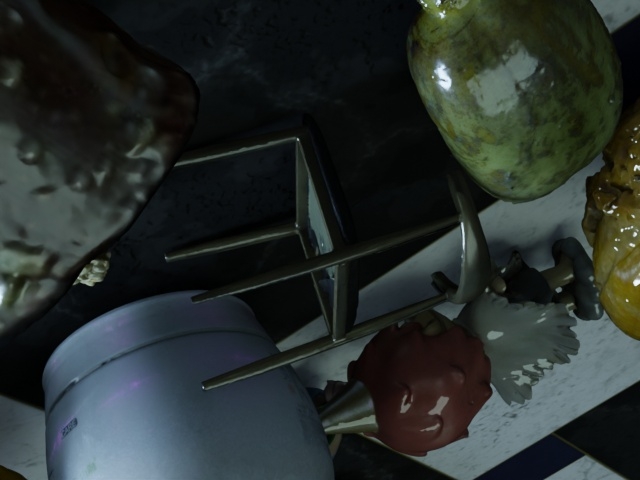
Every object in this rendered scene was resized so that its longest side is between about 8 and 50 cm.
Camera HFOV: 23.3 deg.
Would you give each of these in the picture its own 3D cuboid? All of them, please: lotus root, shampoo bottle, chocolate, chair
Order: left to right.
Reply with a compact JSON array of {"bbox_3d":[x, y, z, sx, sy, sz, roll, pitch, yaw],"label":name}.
[{"bbox_3d":[-0.277,-0.065,1.074,0.340,0.225,0.210,-37,134,19],"label":"chocolate"},{"bbox_3d":[-0.135,0.208,1.529,0.273,0.266,0.273,-19,151,-11],"label":"shampoo bottle"},{"bbox_3d":[0.000,0.000,1.402,0.272,0.166,0.188,-13,148,-10],"label":"chair"},{"bbox_3d":[0.158,-0.143,1.308,0.173,0.173,0.309,-30,146,10],"label":"lotus root"}]

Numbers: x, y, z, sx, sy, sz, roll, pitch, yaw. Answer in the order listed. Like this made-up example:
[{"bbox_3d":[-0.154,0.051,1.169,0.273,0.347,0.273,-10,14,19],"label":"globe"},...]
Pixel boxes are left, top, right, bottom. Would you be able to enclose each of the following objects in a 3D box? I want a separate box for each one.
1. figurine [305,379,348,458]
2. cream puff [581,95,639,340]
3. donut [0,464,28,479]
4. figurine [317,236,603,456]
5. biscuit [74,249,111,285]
[{"bbox_3d":[-0.034,0.206,1.742,0.178,0.114,0.144,24,154,-39],"label":"figurine"},{"bbox_3d":[0.399,-0.058,1.527,0.343,0.231,0.327,-33,154,3],"label":"cream puff"},{"bbox_3d":[-0.443,0.335,1.526,0.435,0.163,0.377,-14,126,4],"label":"donut"},{"bbox_3d":[0.135,0.131,1.698,0.387,0.166,0.207,-29,141,-12],"label":"figurine"},{"bbox_3d":[-0.263,0.012,1.320,0.168,0.082,0.070,-8,148,-27],"label":"biscuit"}]
